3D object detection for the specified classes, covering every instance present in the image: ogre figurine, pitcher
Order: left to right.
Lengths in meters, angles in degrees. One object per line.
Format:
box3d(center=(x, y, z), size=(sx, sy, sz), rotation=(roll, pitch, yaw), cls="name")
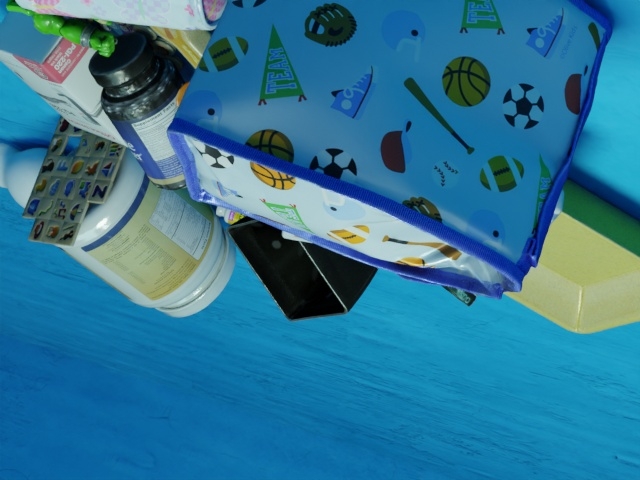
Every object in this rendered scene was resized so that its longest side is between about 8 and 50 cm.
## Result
box3d(center=(-0.530, -0.116, 2.423), size=(0.207, 0.125, 0.178), rotation=(19, -177, 42), cls="pitcher")
box3d(center=(-0.353, -0.335, 1.681), size=(0.118, 0.097, 0.197), rotation=(7, 159, 23), cls="ogre figurine")

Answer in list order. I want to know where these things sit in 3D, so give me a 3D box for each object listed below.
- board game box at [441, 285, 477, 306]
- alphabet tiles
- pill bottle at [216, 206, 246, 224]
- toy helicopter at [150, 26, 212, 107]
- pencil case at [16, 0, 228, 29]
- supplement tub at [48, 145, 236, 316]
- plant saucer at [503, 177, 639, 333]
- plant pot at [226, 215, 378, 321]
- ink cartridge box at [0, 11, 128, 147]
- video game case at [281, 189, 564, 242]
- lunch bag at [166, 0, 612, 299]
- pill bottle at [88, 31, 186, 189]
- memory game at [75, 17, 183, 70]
box3d(center=(0.161, 0.030, 2.020), size=(0.126, 0.026, 0.186), rotation=(41, 179, -38), cls="board game box")
box3d(center=(-0.415, -0.104, 2.123), size=(0.198, 0.237, 0.009), rotation=(6, 162, 40), cls="alphabet tiles")
box3d(center=(-0.143, -0.045, 2.250), size=(0.083, 0.043, 0.043), rotation=(20, 160, 9), cls="pill bottle")
box3d(center=(-0.121, -0.212, 1.746), size=(0.355, 0.140, 0.235), rotation=(46, 161, -25), cls="toy helicopter")
box3d(center=(-0.241, -0.326, 1.516), size=(0.273, 0.113, 0.124), rotation=(11, 138, 15), cls="pencil case")
box3d(center=(-0.319, -0.020, 2.243), size=(0.228, 0.228, 0.316), rotation=(5, 153, 42), cls="supplement tub")
box3d(center=(0.339, 0.007, 1.798), size=(0.333, 0.081, 0.333), rotation=(29, 159, -14), cls="plant saucer")
box3d(center=(0.000, 0.000, 1.977), size=(0.188, 0.167, 0.187), rotation=(57, 151, -12), cls="plant pot")
box3d(center=(-0.370, -0.248, 1.891), size=(0.158, 0.092, 0.218), rotation=(22, 165, 41), cls="ink cartridge box")
box3d(center=(0.120, -0.032, 1.649), size=(0.329, 0.036, 0.300), rotation=(9, 162, -2), cls="video game case")
box3d(center=(0.084, -0.145, 1.338), size=(0.385, 0.328, 0.239), rotation=(18, 164, 10), cls="lunch bag")
box3d(center=(-0.242, -0.188, 1.825), size=(0.123, 0.123, 0.219), rotation=(7, 141, 38), cls="pill bottle")
box3d(center=(-0.286, -0.288, 1.845), size=(0.186, 0.012, 0.186), rotation=(21, 159, 8), cls="memory game")
